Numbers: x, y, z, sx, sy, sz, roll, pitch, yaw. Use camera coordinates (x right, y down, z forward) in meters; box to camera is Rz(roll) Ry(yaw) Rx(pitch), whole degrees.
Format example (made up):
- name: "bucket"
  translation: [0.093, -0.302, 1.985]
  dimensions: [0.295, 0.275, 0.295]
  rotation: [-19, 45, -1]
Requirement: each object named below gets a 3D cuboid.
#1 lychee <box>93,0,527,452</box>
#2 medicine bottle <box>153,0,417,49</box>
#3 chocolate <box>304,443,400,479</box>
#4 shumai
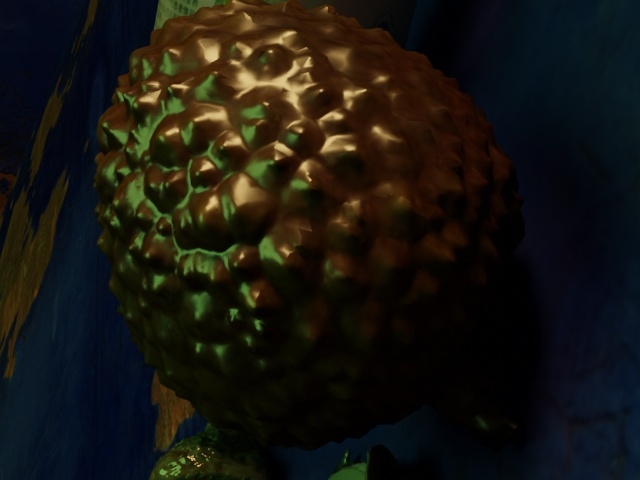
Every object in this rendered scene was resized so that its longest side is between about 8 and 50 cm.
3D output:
- name: "lychee"
  translation: [0.000, 0.000, 0.506]
  dimensions: [0.200, 0.238, 0.200]
  rotation: [-39, -9, -7]
- name: "medicine bottle"
  translation: [-0.026, -0.105, 0.655]
  dimensions: [0.141, 0.142, 0.293]
  rotation: [-112, 32, -60]
- name: "chocolate"
  translation: [-0.053, 0.185, 0.552]
  dimensions: [0.221, 0.147, 0.221]
  rotation: [-52, 26, 38]
- name: "shumai"
  translation: [-0.067, 0.137, 0.739]
  dimensions: [0.083, 0.082, 0.080]
  rotation: [-29, 41, 28]
